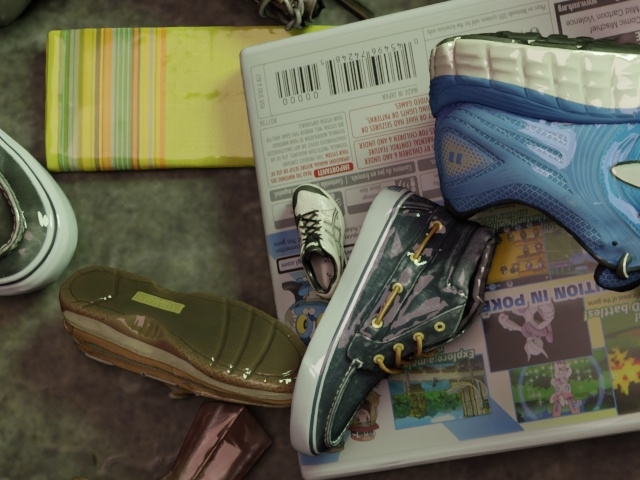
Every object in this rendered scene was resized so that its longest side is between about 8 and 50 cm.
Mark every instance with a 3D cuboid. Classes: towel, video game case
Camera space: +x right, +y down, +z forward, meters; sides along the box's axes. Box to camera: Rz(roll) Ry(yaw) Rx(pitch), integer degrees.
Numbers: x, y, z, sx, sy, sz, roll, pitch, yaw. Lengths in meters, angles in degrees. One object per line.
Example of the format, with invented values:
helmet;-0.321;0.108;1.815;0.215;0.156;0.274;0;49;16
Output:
towel;-0.078;-0.100;1.297;0.237;0.021;0.102;0;84;7
video game case;0.122;-0.014;1.205;0.329;0.036;0.300;-11;82;16

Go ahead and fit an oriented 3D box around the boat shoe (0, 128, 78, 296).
boat shoe;-0.322;-0.072;1.271;0.335;0.119;0.121;32;85;12

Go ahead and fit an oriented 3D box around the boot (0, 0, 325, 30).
boot;-0.100;-0.212;1.282;0.229;0.091;0.263;33;83;13

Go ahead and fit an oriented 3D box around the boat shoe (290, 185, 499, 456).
boat shoe;0.046;0.061;1.168;0.083;0.065;0.183;22;91;19

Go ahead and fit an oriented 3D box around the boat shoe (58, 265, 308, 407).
boat shoe;-0.088;0.076;1.238;0.190;0.072;0.068;21;44;24

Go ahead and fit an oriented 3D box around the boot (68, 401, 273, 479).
boot;-0.101;0.148;1.242;0.106;0.037;0.114;31;88;-1

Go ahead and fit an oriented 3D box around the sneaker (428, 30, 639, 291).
sneaker;0.224;-0.041;1.106;0.330;0.130;0.147;8;102;21

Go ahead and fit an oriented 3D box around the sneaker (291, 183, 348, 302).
sneaker;0.000;0.000;1.203;0.032;0.037;0.083;-23;77;16
